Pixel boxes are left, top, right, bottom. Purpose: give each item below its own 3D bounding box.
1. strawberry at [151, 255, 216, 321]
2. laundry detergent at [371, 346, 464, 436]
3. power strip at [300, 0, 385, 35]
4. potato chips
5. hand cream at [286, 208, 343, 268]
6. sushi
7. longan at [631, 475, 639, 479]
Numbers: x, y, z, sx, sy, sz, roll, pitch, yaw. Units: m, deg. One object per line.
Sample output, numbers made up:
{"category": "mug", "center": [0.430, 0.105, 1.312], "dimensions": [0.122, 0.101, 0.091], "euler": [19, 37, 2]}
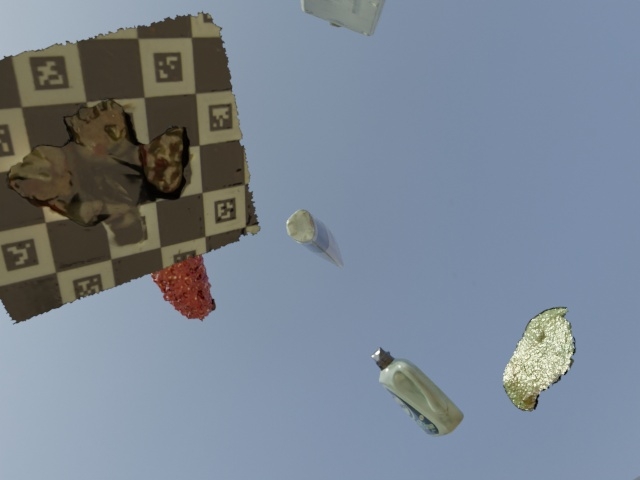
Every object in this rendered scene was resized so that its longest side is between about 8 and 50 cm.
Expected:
{"category": "strawberry", "center": [-0.301, 0.086, 1.160], "dimensions": [0.121, 0.082, 0.188], "euler": [-34, -103, -3]}
{"category": "laundry detergent", "center": [0.257, 0.414, 1.485], "dimensions": [0.105, 0.215, 0.280], "euler": [-39, -97, -18]}
{"category": "power strip", "center": [0.030, -0.296, 0.536], "dimensions": [0.106, 0.367, 0.043], "euler": [20, -86, -2]}
{"category": "potato chips", "center": [0.403, 0.218, 0.961], "dimensions": [0.026, 0.142, 0.209], "euler": [12, -90, -22]}
{"category": "hand cream", "center": [0.000, 0.000, 0.919], "dimensions": [0.048, 0.255, 0.079], "euler": [-16, -103, 12]}
{"category": "sushi", "center": [-0.159, -0.057, 0.400], "dimensions": [0.210, 0.040, 0.192], "euler": [-25, -55, -28]}
{"category": "longan", "center": [0.461, 0.393, 0.544], "dimensions": [0.361, 0.361, 0.361], "euler": [-3, -76, -13]}
